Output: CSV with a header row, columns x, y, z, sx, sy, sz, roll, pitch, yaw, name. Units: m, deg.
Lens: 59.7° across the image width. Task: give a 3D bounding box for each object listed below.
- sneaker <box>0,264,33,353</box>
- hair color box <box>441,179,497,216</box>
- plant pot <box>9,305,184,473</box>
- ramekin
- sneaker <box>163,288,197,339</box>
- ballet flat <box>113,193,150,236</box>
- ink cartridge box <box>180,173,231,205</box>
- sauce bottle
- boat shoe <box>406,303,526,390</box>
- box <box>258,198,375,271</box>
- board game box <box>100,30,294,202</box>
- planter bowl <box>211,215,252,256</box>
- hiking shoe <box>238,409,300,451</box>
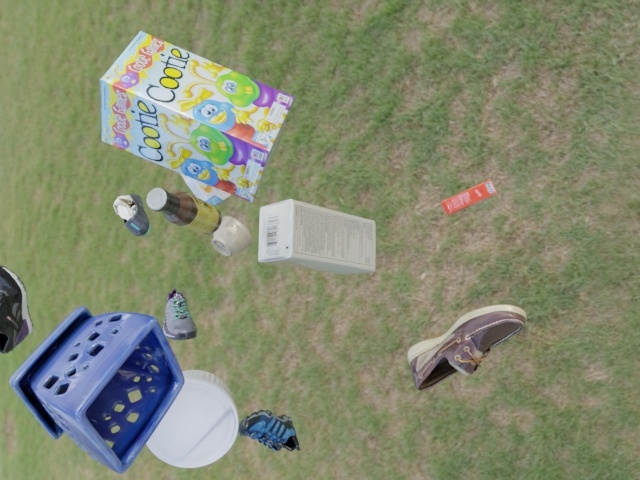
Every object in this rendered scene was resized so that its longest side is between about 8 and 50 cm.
x,y,z,sx,sy,sz,roll,pitch,yaw,name
-0.925,0.205,1.616,0.124,0.107,0.283,-75,-14,-57,sneaker
0.399,-0.113,1.505,0.141,0.072,0.043,-26,85,11,hair color box
-0.442,0.281,1.106,0.212,0.236,0.236,11,135,20,plant pot
-0.368,0.501,1.606,0.127,0.273,0.273,-121,39,-77,ramekin
-0.383,0.195,1.487,0.224,0.083,0.098,-162,71,-63,sneaker
-0.485,-0.079,1.415,0.203,0.074,0.074,46,123,50,ballet flat
-0.446,-0.219,2.164,0.061,0.104,0.181,-26,102,49,ink cartridge box
-0.436,-0.097,1.804,0.111,0.344,0.111,-2,81,14,sauce bottle
0.347,0.267,1.328,0.342,0.123,0.123,-36,39,36,boat shoe
0.000,0.000,1.420,0.121,0.311,0.148,-10,73,43,box
-0.206,-0.205,0.939,0.142,0.275,0.144,119,171,-53,board game box
-0.371,-0.005,2.261,0.162,0.109,0.162,27,147,19,planter bowl
-0.184,0.721,2.093,0.113,0.304,0.132,-49,51,14,hiking shoe
